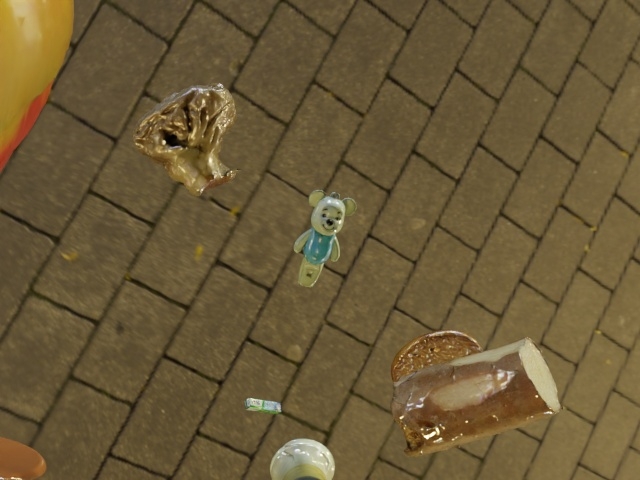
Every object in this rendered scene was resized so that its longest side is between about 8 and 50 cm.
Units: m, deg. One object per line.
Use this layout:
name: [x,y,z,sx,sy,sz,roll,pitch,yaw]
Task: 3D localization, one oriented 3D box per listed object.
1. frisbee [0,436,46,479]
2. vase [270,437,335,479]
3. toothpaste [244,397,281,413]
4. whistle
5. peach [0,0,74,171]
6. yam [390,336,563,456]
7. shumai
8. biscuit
frisbee: [-0.622,0.390,1.457,0.251,0.251,0.021,13,90,-25]
vase: [-0.015,0.453,1.315,0.173,0.321,0.173,-1,103,-6]
toothpaste: [-0.112,0.326,1.587,0.083,0.017,0.020,20,50,-42]
whistle: [0.000,0.000,1.849,0.114,0.077,0.235,14,108,-14]
peach: [-0.331,-0.134,0.423,0.370,0.370,0.370,-3,97,-24]
yam: [0.224,0.233,1.204,0.129,0.238,0.128,35,38,-55]
shumai: [-0.228,-0.179,1.495,0.206,0.166,0.175,-31,80,13]
biscuit: [0.229,0.242,1.595,0.188,0.027,0.188,-6,131,-6]
